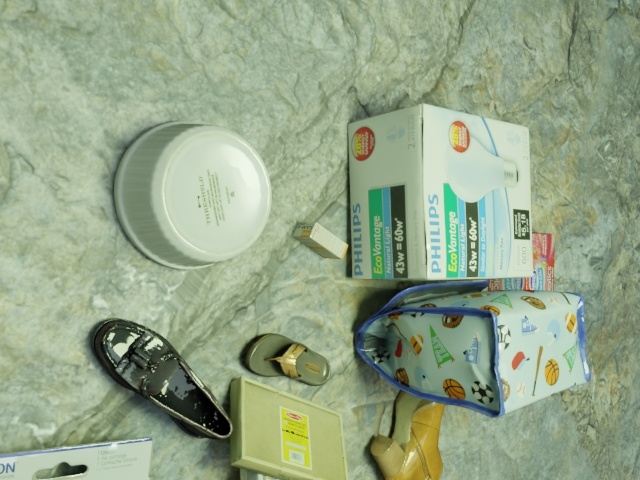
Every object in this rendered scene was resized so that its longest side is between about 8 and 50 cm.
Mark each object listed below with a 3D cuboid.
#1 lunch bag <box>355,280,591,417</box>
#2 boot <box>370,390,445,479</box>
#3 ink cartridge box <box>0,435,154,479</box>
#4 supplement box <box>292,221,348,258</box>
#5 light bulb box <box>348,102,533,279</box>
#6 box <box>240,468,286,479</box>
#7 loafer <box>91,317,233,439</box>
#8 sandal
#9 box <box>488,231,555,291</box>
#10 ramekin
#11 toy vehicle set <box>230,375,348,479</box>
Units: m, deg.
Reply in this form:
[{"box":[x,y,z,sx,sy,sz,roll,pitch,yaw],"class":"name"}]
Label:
[{"box":[0.311,0.207,1.420,0.328,0.386,0.238,-2,89,-38],"class":"lunch bag"},{"box":[0.247,0.458,1.569,0.295,0.104,0.211,-47,123,-22],"class":"boot"},{"box":[-0.423,0.470,1.047,0.304,0.072,0.307,6,85,-37],"class":"ink cartridge box"},{"box":[0.000,0.000,1.375,0.098,0.062,0.036,35,71,-34],"class":"supplement box"},{"box":[0.269,-0.088,1.476,0.361,0.225,0.357,1,86,-39],"class":"light bulb box"},{"box":[-0.063,0.488,1.265,0.183,0.056,0.231,25,41,-36],"class":"box"},{"box":[-0.259,0.242,1.152,0.302,0.095,0.109,51,62,-28],"class":"loafer"},{"box":[-0.053,0.247,1.339,0.219,0.060,0.089,29,73,-35],"class":"sandal"},{"box":[0.530,0.105,1.761,0.128,0.123,0.256,2,90,-38],"class":"box"},{"box":[-0.207,-0.080,1.167,0.273,0.127,0.272,-1,92,-39],"class":"ramekin"},{"box":[-0.058,0.380,1.290,0.267,0.035,0.165,30,38,-32],"class":"toy vehicle set"}]
